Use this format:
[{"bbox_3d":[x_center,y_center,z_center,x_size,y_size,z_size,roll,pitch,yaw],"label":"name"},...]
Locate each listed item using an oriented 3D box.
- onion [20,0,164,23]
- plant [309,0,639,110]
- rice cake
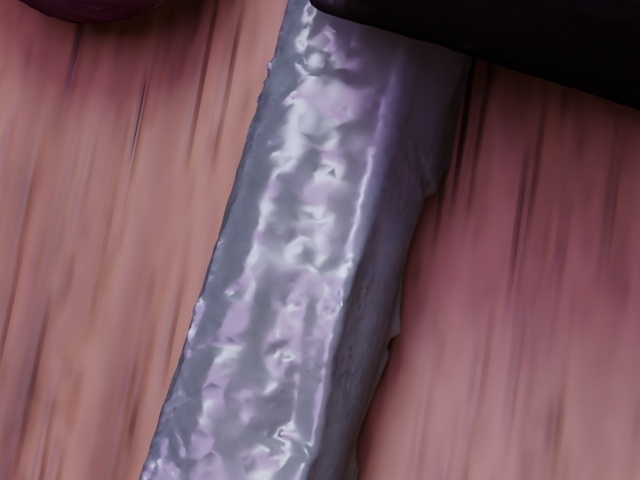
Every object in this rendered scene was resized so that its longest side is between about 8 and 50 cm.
[{"bbox_3d":[-0.071,-0.128,0.657,0.104,0.115,0.115,-6,61,-34],"label":"onion"},{"bbox_3d":[0.119,-0.111,0.550,0.256,0.142,0.164,0,81,-8],"label":"plant"},{"bbox_3d":[0.000,0.000,0.601,0.063,0.066,0.336,13,76,19],"label":"rice cake"}]
